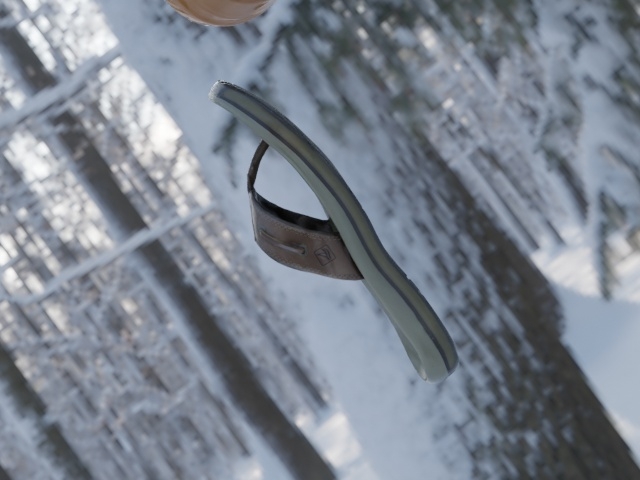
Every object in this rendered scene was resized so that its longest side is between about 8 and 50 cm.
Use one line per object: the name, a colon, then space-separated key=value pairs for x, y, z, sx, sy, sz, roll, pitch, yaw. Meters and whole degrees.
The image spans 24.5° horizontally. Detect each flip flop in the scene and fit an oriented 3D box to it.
flip flop: x=0.000 y=0.000 z=1.087 sx=0.080 sy=0.277 sz=0.112 roll=-35 pitch=9 yaw=2

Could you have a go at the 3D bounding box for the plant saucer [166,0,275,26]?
plant saucer: x=-0.059 y=-0.261 z=1.126 sx=0.037 sy=0.200 sz=0.200 roll=17 pitch=29 yaw=35
